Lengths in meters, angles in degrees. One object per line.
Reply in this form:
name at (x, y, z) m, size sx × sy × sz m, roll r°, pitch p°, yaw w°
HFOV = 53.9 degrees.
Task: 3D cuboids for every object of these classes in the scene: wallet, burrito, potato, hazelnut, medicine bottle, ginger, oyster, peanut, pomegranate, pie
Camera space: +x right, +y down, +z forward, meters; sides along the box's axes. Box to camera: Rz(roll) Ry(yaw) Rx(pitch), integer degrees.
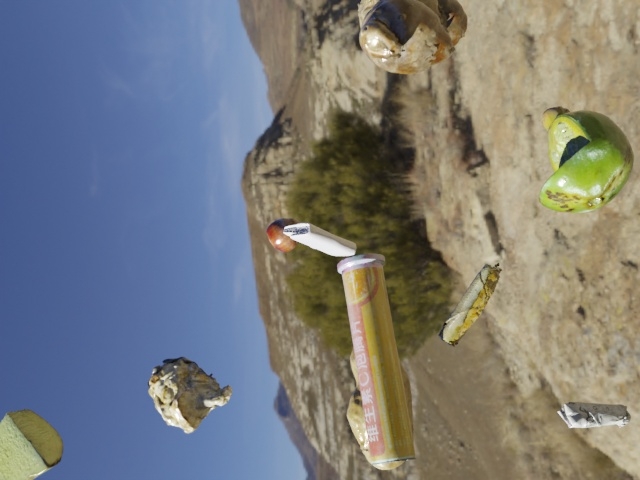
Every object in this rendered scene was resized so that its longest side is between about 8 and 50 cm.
wallet at (0.000, 0.000, 1.030) m, size 0.122 × 0.061 × 0.025 m, roll 23°, pitch -108°, yaw -45°
burrito at (0.715, 0.453, 1.630) m, size 0.064 × 0.203 × 0.064 m, roll -174°, pitch 90°, yaw -73°
potato at (-0.556, 0.412, 1.185) m, size 0.120 × 0.149 × 0.081 m, roll -54°, pitch -23°, yaw 5°
hazelnut at (-0.077, -0.016, 1.398) m, size 0.086 × 0.086 × 0.086 m, roll -4°, pitch -90°, yaw -89°
medicine bottle at (0.120, 0.243, 1.324) m, size 0.108 × 0.108 × 0.426 m, roll 85°, pitch 177°, yaw -69°
ginger at (0.185, -0.466, 1.365) m, size 0.375 × 0.256 × 0.176 m, roll -61°, pitch -4°, yaw -55°
oyster at (-0.284, 0.326, 1.348) m, size 0.081 × 0.190 × 0.163 m, roll 58°, pitch -163°, yaw -81°
peanut at (0.169, 0.461, 1.828) m, size 0.169 × 0.192 × 0.388 m, roll 120°, pitch 147°, yaw -74°
pomegranate at (0.377, -0.119, 0.896) m, size 0.143 × 0.122 × 0.169 m, roll 74°, pitch -154°, yaw -49°
pie at (0.447, 0.186, 1.850) m, size 0.128 × 0.068 × 0.283 m, roll 18°, pitch -77°, yaw -57°
